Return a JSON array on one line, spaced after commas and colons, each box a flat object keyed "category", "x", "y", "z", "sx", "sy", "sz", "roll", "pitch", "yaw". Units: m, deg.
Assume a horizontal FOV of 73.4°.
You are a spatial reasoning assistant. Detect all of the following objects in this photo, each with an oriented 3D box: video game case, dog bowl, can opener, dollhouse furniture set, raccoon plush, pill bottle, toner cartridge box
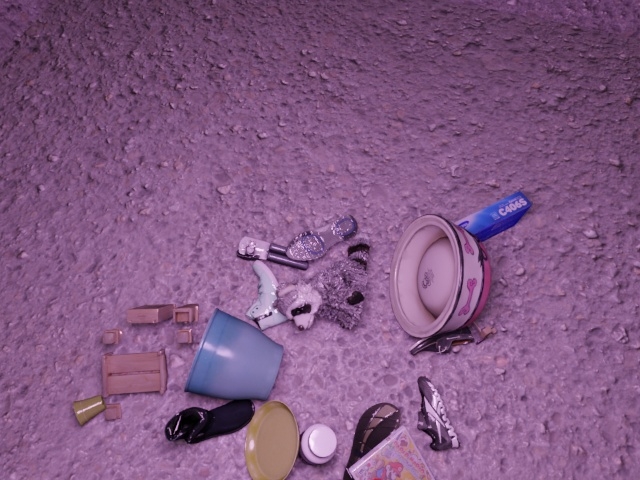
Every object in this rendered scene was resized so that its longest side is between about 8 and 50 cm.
[{"category": "video game case", "x": 0.219, "y": 0.702, "z": 1.275, "sx": 0.206, "sy": 0.026, "sz": 0.227, "roll": -32, "pitch": 101, "yaw": -15}, {"category": "dog bowl", "x": 0.395, "y": 0.123, "z": 1.439, "sx": 0.150, "sy": 0.408, "sz": 0.409, "roll": 8, "pitch": 62, "yaw": -21}, {"category": "can opener", "x": -0.179, "y": 0.052, "z": 1.642, "sx": 0.279, "sy": 0.093, "sz": 0.074, "roll": 13, "pitch": 65, "yaw": -3}, {"category": "dollhouse furniture set", "x": 0.565, "y": 0.292, "z": 1.495, "sx": 0.090, "sy": 0.114, "sz": 0.081, "roll": -28, "pitch": 62, "yaw": -10}, {"category": "raccoon plush", "x": 0.005, "y": 0.137, "z": 1.541, "sx": 0.298, "sy": 0.216, "sz": 0.447, "roll": 13, "pitch": 35, "yaw": 1}, {"category": "dollhouse furniture set", "x": -0.560, "y": 0.405, "z": 1.481, "sx": 0.302, "sy": 0.174, "sz": 0.357, "roll": -2, "pitch": 88, "yaw": -1}, {"category": "pill bottle", "x": -0.010, "y": 0.610, "z": 1.287, "sx": 0.107, "sy": 0.194, "sz": 0.108, "roll": 5, "pitch": 60, "yaw": -9}, {"category": "toner cartridge box", "x": 0.615, "y": -0.054, "z": 1.637, "sx": 0.347, "sy": 0.165, "sz": 0.075, "roll": -25, "pitch": 65, "yaw": -12}]

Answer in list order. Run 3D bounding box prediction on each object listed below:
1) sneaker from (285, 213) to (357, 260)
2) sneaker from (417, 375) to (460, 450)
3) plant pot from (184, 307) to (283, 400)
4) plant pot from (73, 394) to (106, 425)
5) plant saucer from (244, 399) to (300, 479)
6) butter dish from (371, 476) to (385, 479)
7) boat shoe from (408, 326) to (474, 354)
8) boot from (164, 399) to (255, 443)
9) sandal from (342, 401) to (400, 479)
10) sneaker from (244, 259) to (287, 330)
[{"category": "sneaker", "x": 0.000, "y": 0.000, "z": 1.633, "sx": 0.296, "sy": 0.129, "sz": 0.111, "roll": -23, "pitch": 91, "yaw": -20}, {"category": "sneaker", "x": 0.351, "y": 0.559, "z": 1.382, "sx": 0.106, "sy": 0.078, "sz": 0.235, "roll": -17, "pitch": 67, "yaw": -10}, {"category": "plant pot", "x": -0.263, "y": 0.386, "z": 1.383, "sx": 0.254, "sy": 0.272, "sz": 0.272, "roll": 19, "pitch": 64, "yaw": -6}, {"category": "plant pot", "x": -0.749, "y": 0.546, "z": 1.403, "sx": 0.079, "sy": 0.083, "sz": 0.083, "roll": -21, "pitch": 65, "yaw": -23}, {"category": "plant saucer", "x": -0.142, "y": 0.619, "z": 1.315, "sx": 0.240, "sy": 0.037, "sz": 0.241, "roll": -23, "pitch": 53, "yaw": 35}, {"category": "butter dish", "x": 0.185, "y": 0.777, "z": 1.192, "sx": 0.160, "sy": 0.118, "sz": 0.160, "roll": 36, "pitch": 82, "yaw": -17}, {"category": "boat shoe", "x": 0.416, "y": 0.352, "z": 1.481, "sx": 0.232, "sy": 0.084, "sz": 0.079, "roll": -17, "pitch": 64, "yaw": -11}, {"category": "boot", "x": -0.330, "y": 0.551, "z": 1.319, "sx": 0.246, "sy": 0.207, "sz": 0.094, "roll": -20, "pitch": 65, "yaw": -10}, {"category": "sandal", "x": 0.158, "y": 0.649, "z": 1.339, "sx": 0.120, "sy": 0.086, "sz": 0.303, "roll": 20, "pitch": 81, "yaw": 36}, {"category": "sneaker", "x": -0.222, "y": 0.197, "z": 1.552, "sx": 0.150, "sy": 0.094, "sz": 0.256, "roll": -25, "pitch": 68, "yaw": -19}]
